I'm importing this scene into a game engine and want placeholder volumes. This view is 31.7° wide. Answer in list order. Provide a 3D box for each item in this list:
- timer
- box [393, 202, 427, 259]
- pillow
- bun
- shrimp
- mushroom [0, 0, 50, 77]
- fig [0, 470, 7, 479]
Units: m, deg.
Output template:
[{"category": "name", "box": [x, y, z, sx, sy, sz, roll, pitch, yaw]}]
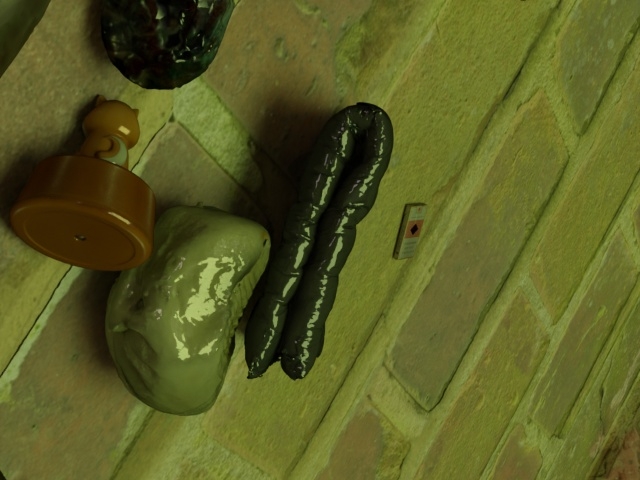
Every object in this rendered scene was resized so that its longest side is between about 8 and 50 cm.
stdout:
[{"category": "timer", "box": [-0.206, -0.066, 1.053, 0.132, 0.132, 0.152, 54, 40, -53]}, {"category": "box", "box": [0.131, -0.013, 1.647, 0.046, 0.012, 0.083, -7, 115, -53]}, {"category": "pillow", "box": [0.000, 0.000, 1.323, 0.228, 0.101, 0.326, -74, -178, -88]}, {"category": "bun", "box": [-0.145, 0.066, 1.185, 0.229, 0.145, 0.229, -163, -90, -88]}, {"category": "shrimp", "box": [-0.094, -0.315, 1.047, 0.372, 0.137, 0.172, -61, -176, 3]}, {"category": "mushroom", "box": [-0.282, -0.213, 0.660, 0.362, 0.295, 0.362, -30, 130, -43]}, {"category": "fig", "box": [-0.336, 0.209, 0.976, 0.217, 0.217, 0.320, 53, 42, -54]}]
